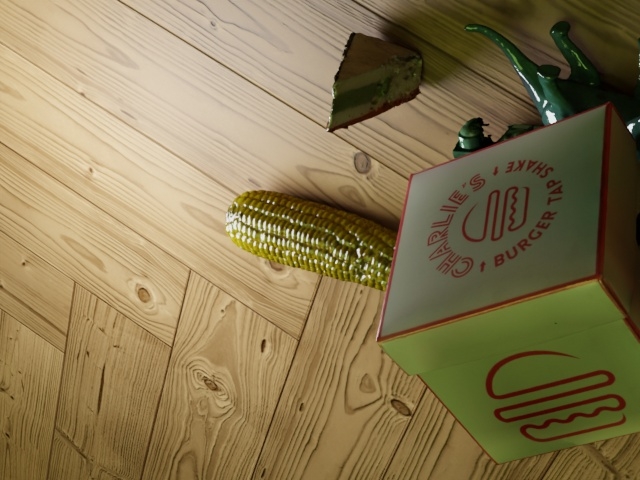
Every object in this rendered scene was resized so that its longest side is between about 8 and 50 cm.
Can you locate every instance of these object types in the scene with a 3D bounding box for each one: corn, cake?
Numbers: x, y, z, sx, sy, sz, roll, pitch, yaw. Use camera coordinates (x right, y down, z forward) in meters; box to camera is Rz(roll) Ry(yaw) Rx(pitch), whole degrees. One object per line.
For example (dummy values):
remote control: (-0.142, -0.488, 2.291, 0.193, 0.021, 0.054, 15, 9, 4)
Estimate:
corn: (0.000, 0.000, 2.253, 0.363, 0.120, 0.120, 18, 133, 25)
cake: (0.043, -0.232, 1.956, 0.117, 0.220, 0.086, 27, 125, 31)

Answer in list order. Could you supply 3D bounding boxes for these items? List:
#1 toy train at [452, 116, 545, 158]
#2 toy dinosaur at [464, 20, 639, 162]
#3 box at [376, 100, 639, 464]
toy train: (0.269, -0.050, 1.990, 0.154, 0.115, 0.269, 9, 128, 34)
toy dinosaur: (0.381, -0.124, 1.867, 0.383, 0.129, 0.331, 19, 142, 28)
box: (0.295, 0.065, 1.767, 0.312, 0.314, 0.300, -20, 128, 31)
